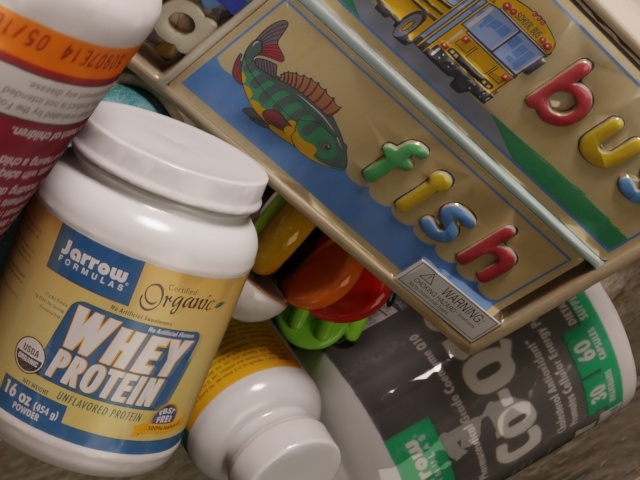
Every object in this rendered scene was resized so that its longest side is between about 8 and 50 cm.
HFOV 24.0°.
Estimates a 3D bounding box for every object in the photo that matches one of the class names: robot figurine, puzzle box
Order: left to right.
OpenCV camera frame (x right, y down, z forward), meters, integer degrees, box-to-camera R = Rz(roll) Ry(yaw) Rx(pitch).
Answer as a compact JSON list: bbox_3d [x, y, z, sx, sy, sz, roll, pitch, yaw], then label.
[{"bbox_3d":[-0.009,0.059,1.292,0.101,0.115,0.067,21,88,-5],"label":"robot figurine"},{"bbox_3d":[0.063,-0.112,0.974,0.409,0.052,0.272,39,127,-21],"label":"puzzle box"}]

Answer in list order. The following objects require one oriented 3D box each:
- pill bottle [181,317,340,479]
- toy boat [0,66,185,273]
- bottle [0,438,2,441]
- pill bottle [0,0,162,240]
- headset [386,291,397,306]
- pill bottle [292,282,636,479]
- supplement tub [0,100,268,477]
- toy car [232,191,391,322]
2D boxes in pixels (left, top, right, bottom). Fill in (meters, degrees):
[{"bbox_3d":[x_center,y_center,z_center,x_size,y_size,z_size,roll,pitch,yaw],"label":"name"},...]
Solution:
[{"bbox_3d":[-0.071,0.120,1.217,0.117,0.208,0.118,-22,140,-20],"label":"pill bottle"},{"bbox_3d":[-0.215,0.030,1.056,0.318,0.148,0.267,-29,142,-12],"label":"toy boat"},{"bbox_3d":[-0.366,0.195,1.151,0.283,0.092,0.118,-34,143,-5],"label":"bottle"},{"bbox_3d":[-0.287,-0.047,0.855,0.224,0.224,0.392,19,115,-48],"label":"pill bottle"},{"bbox_3d":[0.171,-0.079,1.215,0.394,0.243,0.185,-41,164,30],"label":"headset"},{"bbox_3d":[0.090,0.150,1.383,0.361,0.204,0.204,-29,142,-13],"label":"pill bottle"},{"bbox_3d":[-0.125,0.029,0.931,0.144,0.144,0.200,8,110,-44],"label":"supplement tub"},{"bbox_3d":[0.000,0.000,1.176,0.136,0.182,0.159,39,100,-8],"label":"toy car"}]
